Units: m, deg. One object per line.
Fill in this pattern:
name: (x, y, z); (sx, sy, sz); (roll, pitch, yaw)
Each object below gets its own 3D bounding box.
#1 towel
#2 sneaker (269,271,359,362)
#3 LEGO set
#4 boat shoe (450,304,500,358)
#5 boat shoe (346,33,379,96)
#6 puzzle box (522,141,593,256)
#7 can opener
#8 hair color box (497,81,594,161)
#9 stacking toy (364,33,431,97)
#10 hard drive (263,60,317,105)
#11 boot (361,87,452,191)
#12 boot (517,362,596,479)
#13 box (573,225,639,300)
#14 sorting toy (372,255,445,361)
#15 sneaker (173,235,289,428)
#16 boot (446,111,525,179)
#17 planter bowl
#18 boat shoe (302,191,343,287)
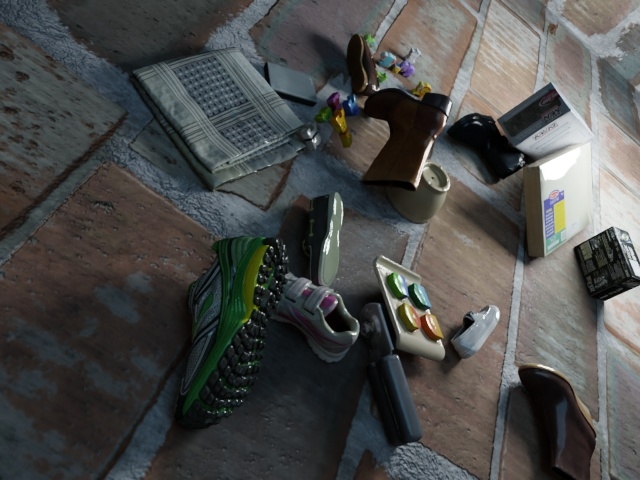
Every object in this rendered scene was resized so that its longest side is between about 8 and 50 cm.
towel: (-0.207, -0.286, 1.214); (0.312, 0.056, 0.324); (-32, 84, -43)
sneaker: (-0.021, 0.119, 1.041); (0.252, 0.111, 0.103); (39, 47, -8)
LEGO set: (0.042, -0.282, 1.350); (0.227, 0.087, 0.093); (-59, 137, -46)
boat shoe: (0.363, 0.202, 1.297); (0.063, 0.066, 0.184); (49, 56, 0)
boat shoe: (0.125, -0.500, 1.577); (0.073, 0.073, 0.207); (10, 64, -32)
puzzle box: (0.743, -0.137, 1.691); (0.409, 0.052, 0.272); (-22, 109, -42)
can opener: (0.149, 0.256, 1.096); (0.095, 0.076, 0.283); (-1, 63, -35)
hair color box: (0.728, -0.358, 1.752); (0.374, 0.185, 0.114); (4, 56, -55)
stacking toy: (0.237, -0.547, 1.697); (0.221, 0.052, 0.167); (11, 56, -29)
hard drive: (-0.076, -0.399, 1.401); (0.135, 0.022, 0.094); (8, 57, -31)
boot: (0.180, -0.254, 1.420); (0.280, 0.264, 0.096); (-63, 148, -17)
boot: (0.542, 0.421, 1.253); (0.248, 0.090, 0.207); (40, 45, -12)
box: (0.888, 0.072, 1.685); (0.077, 0.147, 0.180); (16, 53, -27)
sorting toy: (0.197, 0.145, 1.179); (0.193, 0.038, 0.208); (27, 42, -46)
sneaker: (-0.167, 0.148, 0.931); (0.134, 0.146, 0.343); (64, 37, -52)
boot: (0.523, -0.289, 1.698); (0.246, 0.094, 0.207); (-13, 66, -46)
planter bowl: (0.263, -0.139, 1.410); (0.162, 0.109, 0.162); (18, 53, -26)
boat shoe: (0.000, 0.000, 1.167); (0.081, 0.068, 0.228); (58, 33, -50)
